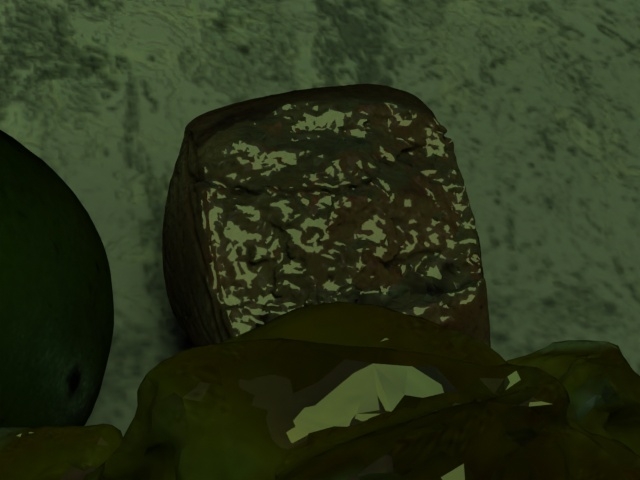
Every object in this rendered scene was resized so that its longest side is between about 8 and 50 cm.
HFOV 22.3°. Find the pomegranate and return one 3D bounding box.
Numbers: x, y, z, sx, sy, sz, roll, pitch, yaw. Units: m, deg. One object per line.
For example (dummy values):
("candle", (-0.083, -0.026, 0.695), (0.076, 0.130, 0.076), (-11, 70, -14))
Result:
("pomegranate", (-0.177, 0.055, 0.623), (0.187, 0.187, 0.225), (10, 59, -4))

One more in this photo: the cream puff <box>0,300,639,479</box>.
("cream puff", (0.003, 0.172, 0.477), (0.378, 0.275, 0.378), (7, 49, -8))

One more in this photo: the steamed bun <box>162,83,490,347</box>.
("steamed bun", (0.000, 0.000, 0.757), (0.145, 0.106, 0.175), (-4, 50, -18))
